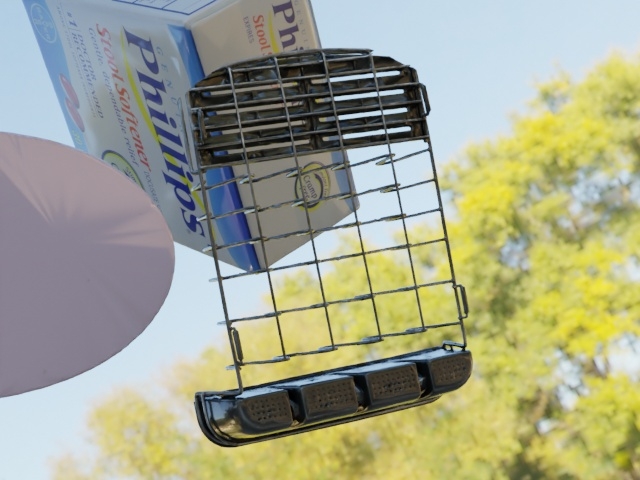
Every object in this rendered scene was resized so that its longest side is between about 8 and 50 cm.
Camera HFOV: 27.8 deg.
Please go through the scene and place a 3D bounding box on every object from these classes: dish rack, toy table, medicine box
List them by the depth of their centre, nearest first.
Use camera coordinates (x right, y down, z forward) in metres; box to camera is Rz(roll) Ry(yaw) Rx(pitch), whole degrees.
[{"bbox_3d":[-0.259,0.013,0.887,0.274,0.252,0.161,11,-1,-30],"label":"toy table"},{"bbox_3d":[0.000,0.000,0.932,0.208,0.272,0.074,-9,-3,-25],"label":"dish rack"},{"bbox_3d":[-0.128,-0.141,1.278,0.149,0.263,0.289,-34,34,-30],"label":"medicine box"}]
